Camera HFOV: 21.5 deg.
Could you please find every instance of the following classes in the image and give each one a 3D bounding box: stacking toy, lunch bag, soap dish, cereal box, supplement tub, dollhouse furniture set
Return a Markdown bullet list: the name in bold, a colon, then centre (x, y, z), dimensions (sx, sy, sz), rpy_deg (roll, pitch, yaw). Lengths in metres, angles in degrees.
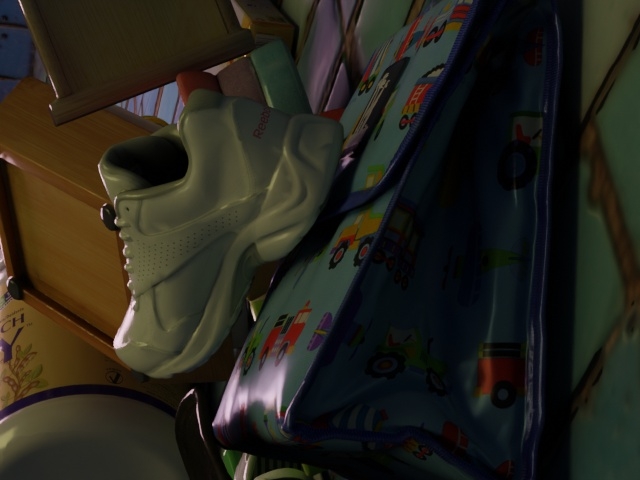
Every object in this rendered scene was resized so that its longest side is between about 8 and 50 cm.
- **stacking toy**: centre (0.000, 0.000, 1.230), dimensions (0.309, 0.130, 0.279), rpy_deg (-113, 5, -67)
- **lunch bag**: centre (0.056, -0.013, 0.935), dimensions (0.221, 0.138, 0.293), rpy_deg (148, 138, -74)
- **soap dish**: centre (-0.200, -0.007, 1.581), dimensions (0.291, 0.118, 0.229), rpy_deg (26, 132, 43)
- **cereal box**: centre (-0.079, -0.149, 1.603), dimensions (0.240, 0.047, 0.173), rpy_deg (-120, 37, -67)
- **supplement tub**: centre (-0.254, 0.155, 1.791), dimensions (0.331, 0.241, 0.241), rpy_deg (-103, 23, -49)
- **dollhouse furniture set**: centre (-0.204, -0.244, 1.496), dimensions (0.394, 0.362, 0.256), rpy_deg (-174, 63, -80)

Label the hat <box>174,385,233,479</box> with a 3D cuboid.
- **hat**: centre (-0.056, 0.251, 0.926), dimensions (0.331, 0.134, 0.331), rpy_deg (60, 168, 22)

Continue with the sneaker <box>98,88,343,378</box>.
- **sneaker**: centre (-0.081, -0.011, 0.969), dimensions (0.232, 0.115, 0.090), rpy_deg (-53, 14, 41)

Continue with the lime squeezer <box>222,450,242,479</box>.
- **lime squeezer**: centre (-0.048, 0.315, 1.295), dimensions (0.110, 0.059, 0.310), rpy_deg (150, 123, -72)

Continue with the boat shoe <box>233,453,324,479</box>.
- **boat shoe**: centre (-0.033, 0.200, 1.225), dimensions (0.226, 0.083, 0.076), rpy_deg (-113, 30, -63)

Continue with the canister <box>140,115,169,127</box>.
- **canister**: centre (-0.151, -0.055, 1.719), dimensions (0.126, 0.073, 0.170), rpy_deg (58, 174, -20)
